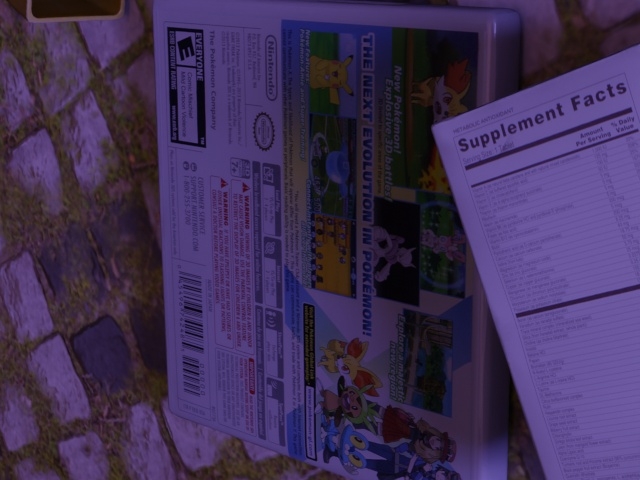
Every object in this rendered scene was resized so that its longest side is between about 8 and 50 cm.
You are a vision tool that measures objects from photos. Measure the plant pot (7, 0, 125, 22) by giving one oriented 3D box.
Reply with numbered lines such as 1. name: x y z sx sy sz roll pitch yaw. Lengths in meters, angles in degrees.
1. plant pot: -0.204 -0.216 0.972 0.083 0.081 0.081 29 120 45

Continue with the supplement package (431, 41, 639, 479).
1. supplement package: 0.180 0.026 0.653 0.139 0.134 0.244 -18 90 44

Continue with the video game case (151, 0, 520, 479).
1. video game case: 0.000 0.000 0.877 0.300 0.036 0.329 12 109 40
